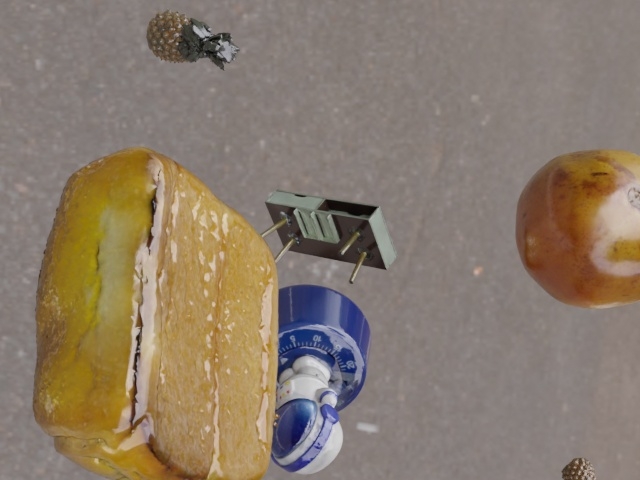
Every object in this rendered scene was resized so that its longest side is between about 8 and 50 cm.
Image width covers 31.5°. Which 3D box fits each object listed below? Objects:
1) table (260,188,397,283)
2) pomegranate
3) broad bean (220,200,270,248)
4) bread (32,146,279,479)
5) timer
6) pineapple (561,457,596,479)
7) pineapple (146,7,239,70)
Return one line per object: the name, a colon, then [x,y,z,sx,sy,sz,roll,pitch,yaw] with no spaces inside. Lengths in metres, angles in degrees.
table: [0.000,0.000,2.056,0.111,0.240,0.121,-50,134,-33]
pomegranate: [0.428,-0.018,1.747,0.264,0.264,0.264,-11,103,-58]
broad bean: [-0.158,0.011,1.499,0.228,0.100,0.169,8,63,-44]
bread: [-0.166,0.101,1.195,0.328,0.148,0.337,39,48,-61]
timer: [-0.028,0.289,2.158,0.383,0.270,0.270,-92,168,-60]
pineapple: [0.435,0.411,1.818,0.058,0.058,0.124,52,8,-48]
pineapple: [-0.169,-0.266,1.522,0.074,0.159,0.074,-17,116,-38]
